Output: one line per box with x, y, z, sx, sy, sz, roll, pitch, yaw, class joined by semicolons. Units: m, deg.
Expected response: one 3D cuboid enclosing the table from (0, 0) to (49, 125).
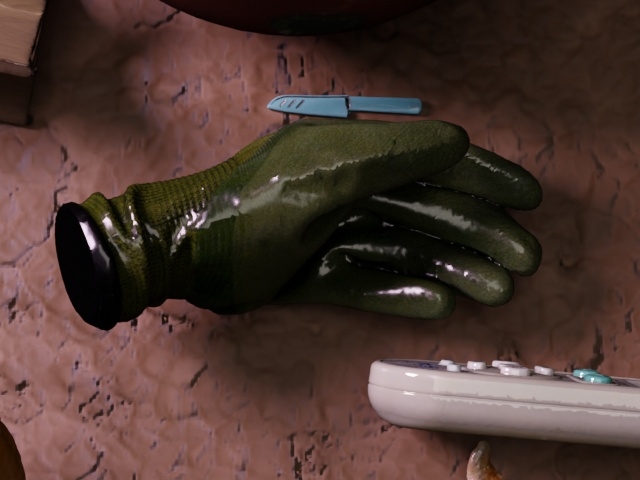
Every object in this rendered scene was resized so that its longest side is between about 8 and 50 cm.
-0.260;-0.144;0.899;0.227;0.167;0.167;11;76;-9;table

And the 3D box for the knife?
0.014;-0.078;0.961;0.091;0.005;0.014;2;75;-1;knife

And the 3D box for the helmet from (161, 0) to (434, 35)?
-0.018;-0.258;0.889;0.337;0.230;0.385;7;64;-10;helmet

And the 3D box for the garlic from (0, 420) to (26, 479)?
-0.221;0.193;0.807;0.145;0.164;0.245;14;81;-17;garlic

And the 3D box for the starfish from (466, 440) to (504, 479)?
0.193;0.220;0.877;0.231;0.048;0.295;-27;77;2;starfish

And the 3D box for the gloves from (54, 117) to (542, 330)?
-0.007;-0.010;0.888;0.268;0.135;0.107;-3;51;-15;gloves

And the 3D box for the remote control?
0.136;0.090;0.888;0.221;0.078;0.042;6;89;-1;remote control
